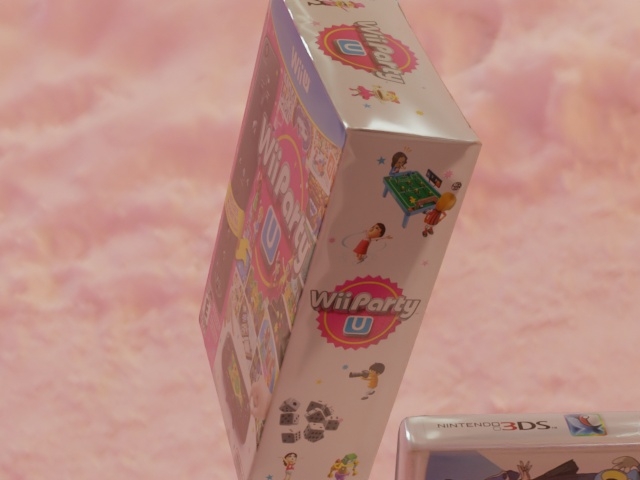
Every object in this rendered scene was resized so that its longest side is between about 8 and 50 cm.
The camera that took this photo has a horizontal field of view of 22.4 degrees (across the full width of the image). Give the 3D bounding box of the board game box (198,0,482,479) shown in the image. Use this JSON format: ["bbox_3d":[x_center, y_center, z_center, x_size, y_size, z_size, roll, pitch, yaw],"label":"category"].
[{"bbox_3d":[0.000,0.000,1.136,0.098,0.303,0.224,5,32,-18],"label":"board game box"}]

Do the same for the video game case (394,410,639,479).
[{"bbox_3d":[0.182,0.233,0.883,0.300,0.329,0.036,0,30,-6],"label":"video game case"}]
